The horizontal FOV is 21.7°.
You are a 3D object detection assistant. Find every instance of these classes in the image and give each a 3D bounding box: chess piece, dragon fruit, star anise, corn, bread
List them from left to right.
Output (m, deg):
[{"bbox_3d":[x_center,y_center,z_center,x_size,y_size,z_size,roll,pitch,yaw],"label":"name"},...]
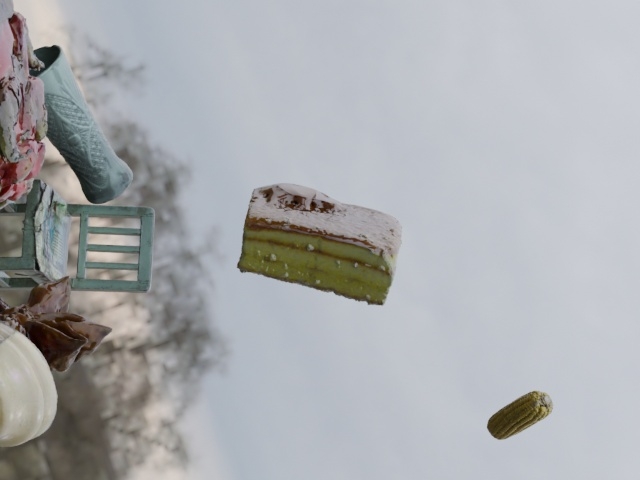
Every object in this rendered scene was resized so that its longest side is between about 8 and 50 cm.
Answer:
[{"bbox_3d":[-0.414,-0.139,1.740,0.250,0.269,0.291,-78,163,-48],"label":"dragon fruit"},{"bbox_3d":[-0.382,0.174,1.680,0.307,0.124,0.139,-35,120,-74],"label":"chess piece"},{"bbox_3d":[-0.357,0.115,2.018,0.212,0.196,0.111,2,-65,55],"label":"star anise"},{"bbox_3d":[0.000,0.000,2.472,0.184,0.234,0.111,-80,-177,-72],"label":"bread"},{"bbox_3d":[0.227,0.201,1.914,0.092,0.037,0.037,-39,-113,44],"label":"corn"}]

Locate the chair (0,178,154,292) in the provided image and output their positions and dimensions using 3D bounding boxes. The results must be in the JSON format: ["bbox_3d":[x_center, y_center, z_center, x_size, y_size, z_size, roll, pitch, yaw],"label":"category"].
[{"bbox_3d":[-0.384,-0.004,2.391,0.147,0.270,0.136,72,20,-73],"label":"chair"}]

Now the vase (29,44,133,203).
[{"bbox_3d":[-0.341,-0.153,2.294,0.219,0.096,0.096,60,-4,-30],"label":"vase"}]
